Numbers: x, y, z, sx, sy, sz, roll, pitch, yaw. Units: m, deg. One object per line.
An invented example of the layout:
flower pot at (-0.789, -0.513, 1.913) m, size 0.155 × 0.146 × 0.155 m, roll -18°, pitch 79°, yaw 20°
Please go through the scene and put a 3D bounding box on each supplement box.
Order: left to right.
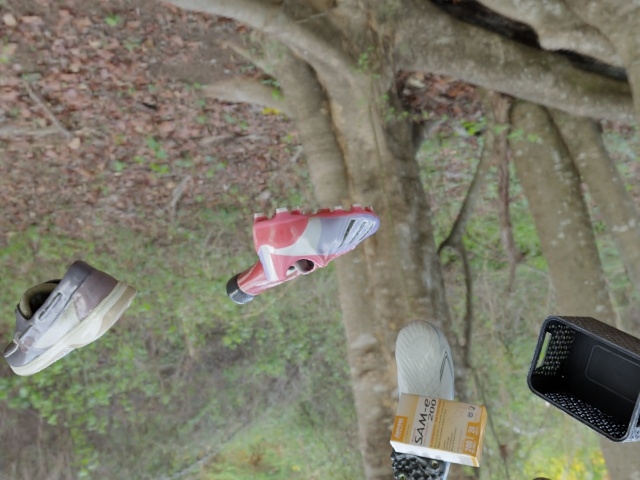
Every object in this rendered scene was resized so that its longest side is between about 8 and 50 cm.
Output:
supplement box at (0.136, 0.215, 0.844) m, size 0.099 × 0.062 × 0.036 m, roll 4°, pitch 149°, yaw 22°

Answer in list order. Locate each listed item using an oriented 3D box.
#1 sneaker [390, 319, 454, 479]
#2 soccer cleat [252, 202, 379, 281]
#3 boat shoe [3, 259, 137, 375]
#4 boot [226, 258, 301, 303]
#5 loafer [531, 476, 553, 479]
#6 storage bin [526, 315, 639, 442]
sneaker at (0.143, 0.224, 0.979) m, size 0.085 × 0.237 × 0.086 m, roll -8°, pitch 159°, yaw 32°
soccer cleat at (0.000, 0.000, 1.021) m, size 0.083 × 0.095 × 0.248 m, roll -8°, pitch 178°, yaw 36°
boat shoe at (-0.336, 0.094, 0.935) m, size 0.285 × 0.092 × 0.103 m, roll -26°, pitch -160°, yaw 45°
boot at (-0.091, 0.059, 1.550) m, size 0.176 × 0.088 × 0.244 m, roll -36°, pitch 171°, yaw 30°
loafer at (0.310, 0.380, 0.956) m, size 0.056 × 0.147 × 0.050 m, roll -16°, pitch 166°, yaw 42°
storage bin at (0.392, 0.188, 1.029) m, size 0.084 × 0.122 × 0.180 m, roll 5°, pitch -167°, yaw -32°
